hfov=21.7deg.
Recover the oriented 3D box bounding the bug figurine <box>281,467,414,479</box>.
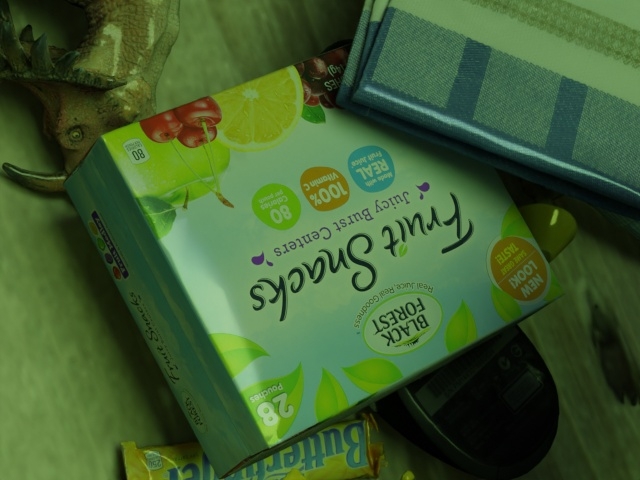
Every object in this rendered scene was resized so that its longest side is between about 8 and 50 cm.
[{"bbox_3d":[0.039,0.257,0.823,0.216,0.072,0.279,-40,76,-20],"label":"bug figurine"}]

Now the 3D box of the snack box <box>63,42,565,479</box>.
[{"bbox_3d":[0.000,0.000,0.865,0.207,0.070,0.174,-23,81,-32],"label":"snack box"}]

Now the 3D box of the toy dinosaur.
[{"bbox_3d":[-0.147,-0.178,0.879,0.200,0.127,0.295,-37,78,-5],"label":"toy dinosaur"}]

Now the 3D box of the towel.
[{"bbox_3d":[0.134,-0.148,0.923,0.209,0.034,0.285,20,58,-5],"label":"towel"}]

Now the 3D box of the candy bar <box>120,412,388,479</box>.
[{"bbox_3d":[-0.034,0.119,0.897,0.161,0.018,0.040,-4,75,-32],"label":"candy bar"}]

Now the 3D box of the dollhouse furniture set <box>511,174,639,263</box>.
[{"bbox_3d":[0.300,0.017,0.983,0.286,0.303,0.198,35,46,-29],"label":"dollhouse furniture set"}]

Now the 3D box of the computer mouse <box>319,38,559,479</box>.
[{"bbox_3d":[0.050,0.009,0.967,0.262,0.060,0.184,45,55,-1],"label":"computer mouse"}]
